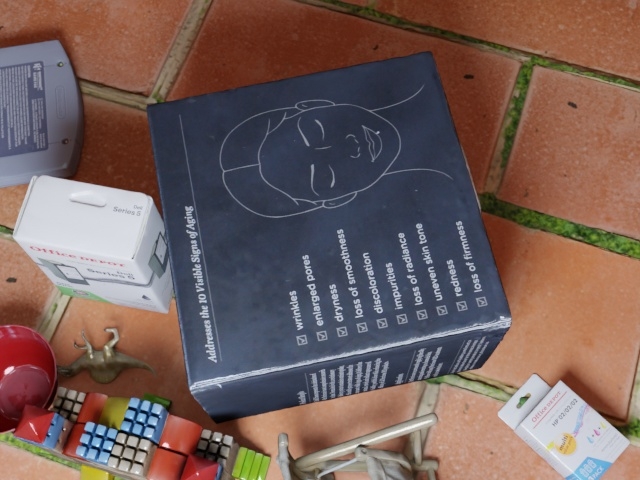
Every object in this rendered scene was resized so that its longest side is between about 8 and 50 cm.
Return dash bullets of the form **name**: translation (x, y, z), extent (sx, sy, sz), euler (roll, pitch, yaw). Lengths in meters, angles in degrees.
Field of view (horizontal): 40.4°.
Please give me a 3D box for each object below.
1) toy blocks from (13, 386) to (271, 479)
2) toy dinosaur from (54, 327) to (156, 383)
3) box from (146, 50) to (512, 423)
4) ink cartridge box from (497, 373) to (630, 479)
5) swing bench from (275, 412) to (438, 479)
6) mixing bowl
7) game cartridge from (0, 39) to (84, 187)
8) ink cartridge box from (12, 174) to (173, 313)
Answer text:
- **toy blocks**: translation (-0.280, 0.309, 1.320), extent (0.381, 0.261, 0.190), euler (14, 69, 7)
- **toy dinosaur**: translation (-0.361, 0.198, 1.490), extent (0.183, 0.053, 0.092), euler (-3, 83, 8)
- **box**: translation (0.000, 0.000, 1.419), extent (0.472, 0.297, 0.480), euler (-10, 68, -4)
- **ink cartridge box**: translation (0.391, 0.304, 1.410), extent (0.181, 0.061, 0.104), euler (42, 75, 17)
- **swing bench**: translation (0.074, 0.415, 1.279), extent (0.255, 0.165, 0.253), euler (-9, 44, -1)
- **mixing bowl**: translation (-0.509, 0.240, 1.438), extent (0.181, 0.098, 0.181), euler (-2, 65, 4)
- **game cartridge**: translation (-0.555, -0.244, 1.665), extent (0.196, 0.060, 0.294), euler (-10, 68, 1)
- **ink cartridge box**: translation (-0.357, 0.014, 1.435), extent (0.198, 0.273, 0.114), euler (10, 68, 6)
